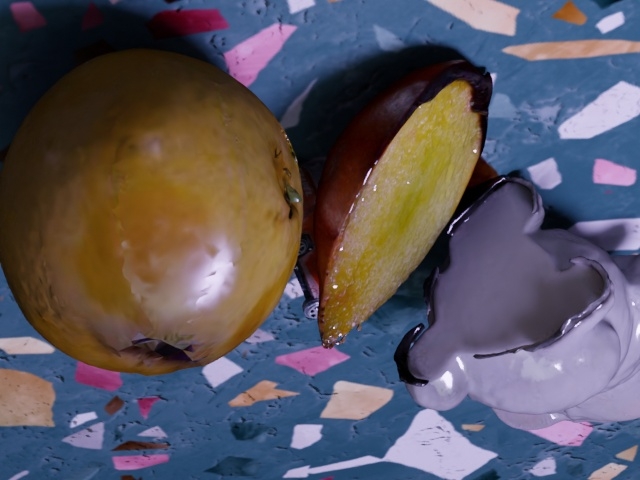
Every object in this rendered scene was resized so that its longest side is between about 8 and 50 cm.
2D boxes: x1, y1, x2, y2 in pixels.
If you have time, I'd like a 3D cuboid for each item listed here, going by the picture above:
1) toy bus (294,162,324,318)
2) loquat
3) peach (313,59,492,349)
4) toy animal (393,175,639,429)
[{"bbox_3d":[0.000,0.000,1.705,0.077,0.079,0.174,-21,142,-1],"label":"toy bus"},{"bbox_3d":[-0.137,-0.024,1.496,0.263,0.263,0.263,-7,143,-5],"label":"loquat"},{"bbox_3d":[0.054,-0.038,1.618,0.279,0.068,0.189,-59,148,6],"label":"peach"},{"bbox_3d":[0.230,0.102,1.815,0.258,0.194,0.357,-30,147,9],"label":"toy animal"}]
